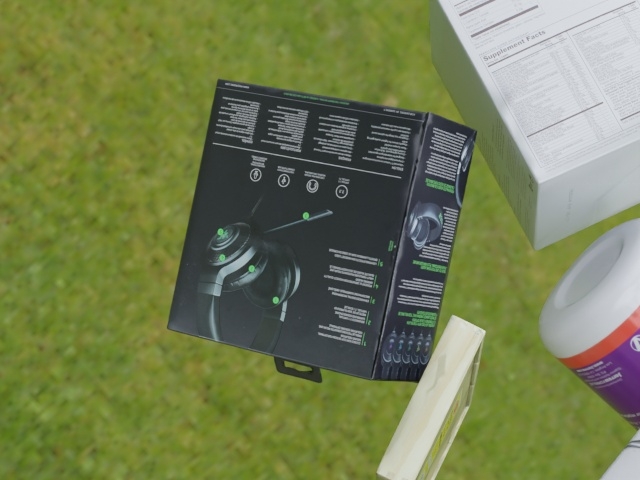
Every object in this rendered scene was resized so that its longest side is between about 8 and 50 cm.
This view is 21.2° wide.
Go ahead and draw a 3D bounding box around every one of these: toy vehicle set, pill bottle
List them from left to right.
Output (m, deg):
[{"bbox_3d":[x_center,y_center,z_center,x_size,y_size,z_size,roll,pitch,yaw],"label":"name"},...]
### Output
[{"bbox_3d":[0.105,0.191,1.676,0.035,0.267,0.166,24,72,10],"label":"toy vehicle set"},{"bbox_3d":[0.398,0.138,1.804,0.323,0.181,0.181,41,33,-10],"label":"pill bottle"}]

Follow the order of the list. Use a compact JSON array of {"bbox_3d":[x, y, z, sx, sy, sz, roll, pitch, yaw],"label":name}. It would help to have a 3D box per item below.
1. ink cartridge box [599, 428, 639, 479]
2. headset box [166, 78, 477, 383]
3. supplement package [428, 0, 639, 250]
[{"bbox_3d":[0.300,0.220,1.314,0.219,0.160,0.092,-39,131,-42],"label":"ink cartridge box"},{"bbox_3d":[0.000,0.000,1.714,0.131,0.246,0.283,12,89,-61],"label":"headset box"},{"bbox_3d":[0.259,-0.170,1.829,0.199,0.198,0.263,76,-11,-69],"label":"supplement package"}]
